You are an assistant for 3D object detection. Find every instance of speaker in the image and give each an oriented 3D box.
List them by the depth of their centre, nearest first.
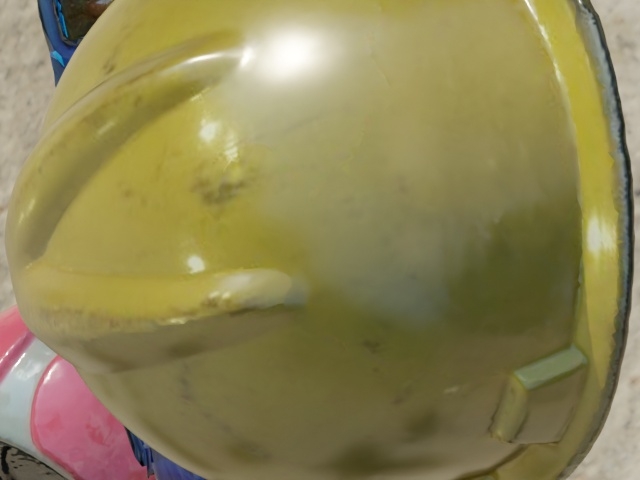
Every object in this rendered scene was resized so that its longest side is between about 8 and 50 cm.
[{"bbox_3d":[-0.208,0.188,1.385,0.294,0.294,0.294,14,54,-20],"label":"speaker"}]

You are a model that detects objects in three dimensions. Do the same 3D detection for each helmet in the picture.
[{"bbox_3d":[-0.024,-0.005,0.457,0.140,0.257,0.205,-10,82,-22],"label":"helmet"}]

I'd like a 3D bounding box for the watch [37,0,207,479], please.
[{"bbox_3d":[0.009,0.005,0.685,0.276,0.068,0.274,-7,82,-49],"label":"watch"}]
